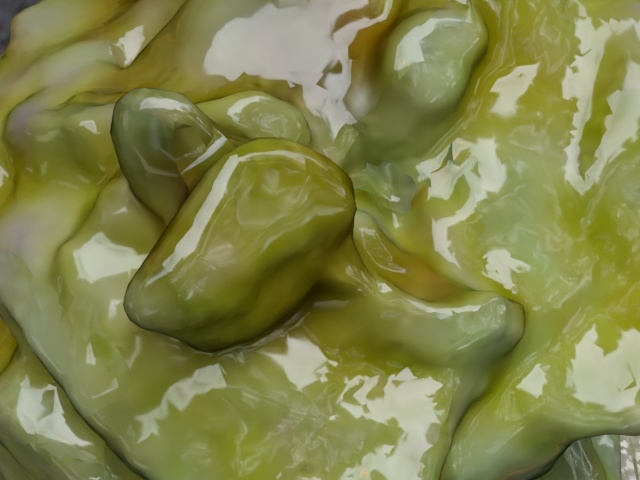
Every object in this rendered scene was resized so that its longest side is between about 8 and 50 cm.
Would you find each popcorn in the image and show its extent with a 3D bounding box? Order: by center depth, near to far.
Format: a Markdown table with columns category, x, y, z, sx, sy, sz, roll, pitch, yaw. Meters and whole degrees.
| category | x | y | z | sx | sy | sz | roll | pitch | yaw |
| --- | --- | --- | --- | --- | --- | --- | --- | --- | --- |
| popcorn | 0.001 | 0.001 | 0.454 | 0.185 | 0.187 | 0.167 | -16 | 67 | -40 |

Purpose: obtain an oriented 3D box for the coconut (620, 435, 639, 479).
| category | x | y | z | sx | sy | sz | roll | pitch | yaw |
| --- | --- | --- | --- | --- | --- | --- | --- | --- | --- |
| coconut | 0.081 | 0.117 | 0.738 | 0.194 | 0.194 | 0.194 | 6 | 74 | -20 |
